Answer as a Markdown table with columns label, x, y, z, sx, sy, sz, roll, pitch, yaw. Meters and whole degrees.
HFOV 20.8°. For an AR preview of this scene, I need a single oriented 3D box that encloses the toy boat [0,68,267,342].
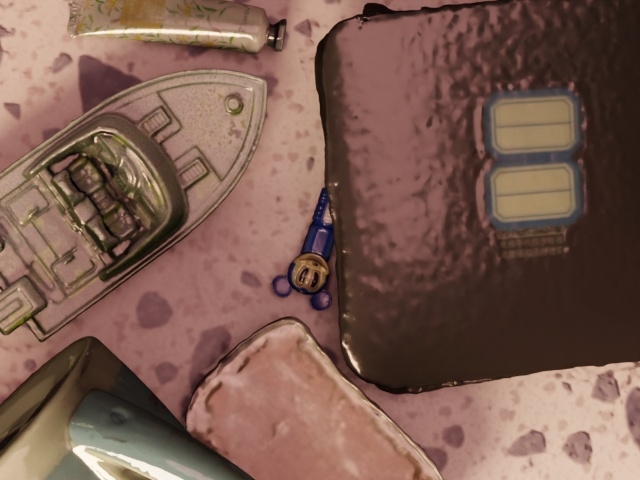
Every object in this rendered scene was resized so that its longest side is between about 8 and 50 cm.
| label | x | y | z | sx | sy | sz | roll | pitch | yaw |
| --- | --- | --- | --- | --- | --- | --- | --- | --- | --- |
| toy boat | -0.175 | -0.048 | 1.524 | 0.319 | 0.092 | 0.141 | -37 | 93 | -10 |

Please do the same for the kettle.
| label | x | y | z | sx | sy | sz | roll | pitch | yaw |
| --- | --- | --- | --- | --- | --- | --- | --- | --- | --- |
| kettle | -0.133 | 0.267 | 1.405 | 0.342 | 0.319 | 0.247 | 45 | 46 | -9 |

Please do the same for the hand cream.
| label | x | y | z | sx | sy | sz | roll | pitch | yaw |
| --- | --- | --- | --- | --- | --- | --- | --- | --- | --- |
| hand cream | -0.128 | -0.201 | 1.570 | 0.194 | 0.042 | 0.067 | 9 | 86 | -3 |

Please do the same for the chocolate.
| label | x | y | z | sx | sy | sz | roll | pitch | yaw |
| --- | --- | --- | --- | --- | --- | --- | --- | --- | --- |
| chocolate | -0.002 | 0.200 | 1.535 | 0.157 | 0.080 | 0.254 | -43 | 84 | -3 |

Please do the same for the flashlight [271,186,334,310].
| label | x | y | z | sx | sy | sz | roll | pitch | yaw |
| --- | --- | --- | --- | --- | --- | --- | --- | --- | --- |
| flashlight | 0.000 | 0.000 | 1.573 | 0.057 | 0.035 | 0.121 | 20 | 83 | -5 |

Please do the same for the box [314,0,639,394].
| label | x | y | z | sx | sy | sz | roll | pitch | yaw |
| --- | --- | --- | --- | --- | --- | --- | --- | --- | --- |
| box | 0.175 | -0.049 | 1.559 | 0.359 | 0.091 | 0.350 | -7 | 96 | -9 |
